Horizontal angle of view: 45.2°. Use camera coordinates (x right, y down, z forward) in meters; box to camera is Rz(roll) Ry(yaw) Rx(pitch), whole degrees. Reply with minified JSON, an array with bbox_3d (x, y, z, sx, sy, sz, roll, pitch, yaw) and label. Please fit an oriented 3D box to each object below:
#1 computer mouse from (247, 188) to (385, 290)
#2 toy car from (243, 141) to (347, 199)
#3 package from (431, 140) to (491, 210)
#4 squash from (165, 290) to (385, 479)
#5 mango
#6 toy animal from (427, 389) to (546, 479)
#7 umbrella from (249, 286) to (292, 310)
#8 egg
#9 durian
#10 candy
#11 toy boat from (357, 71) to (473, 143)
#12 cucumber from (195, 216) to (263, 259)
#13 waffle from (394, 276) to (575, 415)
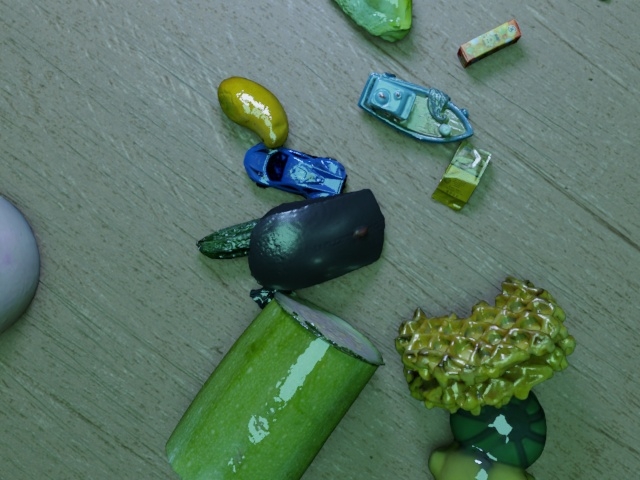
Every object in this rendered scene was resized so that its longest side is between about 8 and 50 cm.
[{"bbox_3d":[0.001,0.001,1.496,0.295,0.087,0.168,-16,106,-15],"label":"computer mouse"},{"bbox_3d":[-0.053,-0.140,1.566,0.216,0.063,0.103,17,92,4],"label":"toy car"},{"bbox_3d":[0.285,-0.129,1.551,0.071,0.047,0.131,30,91,0],"label":"package"},{"bbox_3d":[-0.089,0.308,1.475,0.263,0.263,0.384,36,93,3],"label":"squash"},{"bbox_3d":[-0.133,-0.266,1.558,0.098,0.075,0.190,-44,74,-10],"label":"mango"},{"bbox_3d":[0.323,0.433,1.484,0.216,0.191,0.338,18,92,4],"label":"toy animal"},{"bbox_3d":[-0.045,0.058,1.571,0.224,0.080,0.071,-39,52,0],"label":"umbrella"},{"bbox_3d":[-0.770,0.057,1.484,0.355,0.340,0.354,0,92,4],"label":"egg"},{"bbox_3d":[0.094,-0.509,1.532,0.139,0.101,0.250,-38,88,4],"label":"durian"},{"bbox_3d":[0.337,-0.393,1.536,0.122,0.062,0.038,-26,89,3],"label":"candy"},{"bbox_3d":[0.195,-0.260,1.532,0.238,0.098,0.109,23,95,3],"label":"toy boat"},{"bbox_3d":[-0.124,-0.009,1.569,0.265,0.077,0.077,-18,90,4],"label":"cucumber"},{"bbox_3d":[0.304,0.197,1.459,0.324,0.261,0.151,-23,109,6],"label":"waffle"}]
